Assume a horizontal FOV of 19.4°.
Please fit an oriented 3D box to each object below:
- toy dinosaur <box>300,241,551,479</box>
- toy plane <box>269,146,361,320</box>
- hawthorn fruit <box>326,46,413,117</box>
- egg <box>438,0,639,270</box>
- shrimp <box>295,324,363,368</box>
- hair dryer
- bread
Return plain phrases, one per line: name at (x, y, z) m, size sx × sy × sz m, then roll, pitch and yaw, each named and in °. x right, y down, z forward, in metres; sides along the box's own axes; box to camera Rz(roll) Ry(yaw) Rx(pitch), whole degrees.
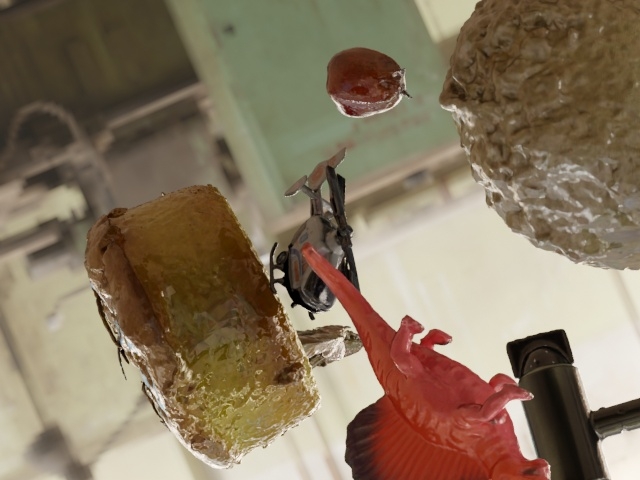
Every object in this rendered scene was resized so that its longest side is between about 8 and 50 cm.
toy dinosaur at (0.056, 0.128, 1.458) m, size 0.139 × 0.286 × 0.070 m, roll -57°, pitch 150°, yaw 1°
toy plane at (-0.001, 0.000, 1.644) m, size 0.078 × 0.053 × 0.197 m, roll -37°, pitch -147°, yaw 29°
hawthorn fruit at (0.057, -0.177, 2.090) m, size 0.093 × 0.081 × 0.081 m, roll 1°, pitch -171°, yaw 24°
egg at (0.258, -0.110, 1.732) m, size 0.279 × 0.310 × 0.279 m, roll -59°, pitch -174°, yaw 10°
shrimp at (-0.029, 0.136, 2.372) m, size 0.145 × 0.061 × 0.267 m, roll -19°, pitch 167°, yaw 40°
hair dryer at (0.353, 0.174, 2.134) m, size 0.248 × 0.196 × 0.078 m, roll -15°, pitch 158°, yaw 5°
bread at (-0.103, 0.076, 1.674) m, size 0.160 × 0.261 × 0.147 m, roll -23°, pitch 179°, yaw -11°
